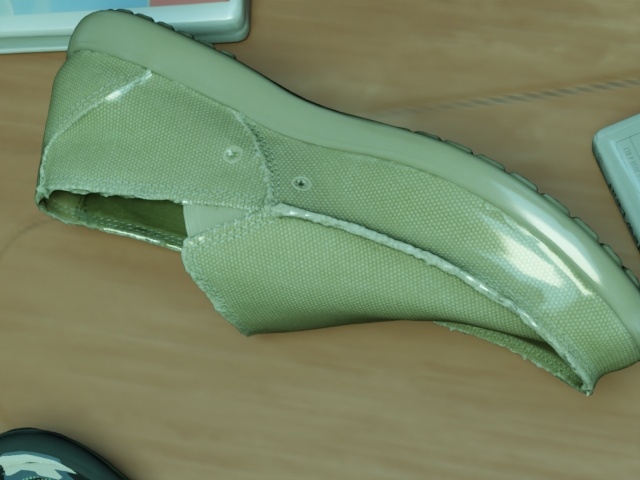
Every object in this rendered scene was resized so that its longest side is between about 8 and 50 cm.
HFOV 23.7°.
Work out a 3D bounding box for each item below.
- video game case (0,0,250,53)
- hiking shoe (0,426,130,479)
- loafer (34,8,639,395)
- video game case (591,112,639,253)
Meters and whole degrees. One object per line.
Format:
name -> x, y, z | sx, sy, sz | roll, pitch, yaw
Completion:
video game case -> -0.172, -0.181, 0.703 | 0.285, 0.025, 0.204 | -2, 73, 8
hiking shoe -> -0.078, 0.165, 0.538 | 0.086, 0.114, 0.226 | -25, 72, -1
loafer -> 0.000, 0.000, 0.589 | 0.269, 0.102, 0.092 | 25, 80, 24
video game case -> 0.241, 0.004, 0.586 | 0.212, 0.023, 0.193 | -22, 71, 1
